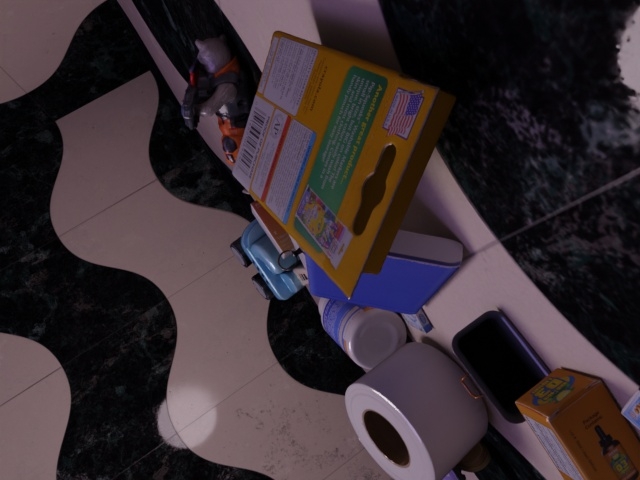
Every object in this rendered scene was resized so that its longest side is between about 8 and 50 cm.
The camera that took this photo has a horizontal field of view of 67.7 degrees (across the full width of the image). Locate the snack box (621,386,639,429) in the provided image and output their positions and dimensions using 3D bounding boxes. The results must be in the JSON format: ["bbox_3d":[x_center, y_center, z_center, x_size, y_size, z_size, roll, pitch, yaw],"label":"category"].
[{"bbox_3d":[0.351,0.201,0.406,0.178,0.022,0.064,48,166,39],"label":"snack box"}]

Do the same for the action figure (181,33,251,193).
[{"bbox_3d":[-0.210,-0.328,1.137,0.341,0.178,0.330,-96,-6,-46],"label":"action figure"}]

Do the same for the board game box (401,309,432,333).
[{"bbox_3d":[0.182,0.140,0.976,0.090,0.020,0.090,58,170,-11],"label":"board game box"}]

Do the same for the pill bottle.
[{"bbox_3d":[0.091,0.205,1.219,0.152,0.152,0.272,61,169,-20],"label":"pill bottle"}]

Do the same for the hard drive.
[{"bbox_3d":[0.083,0.054,0.773,0.210,0.040,0.319,11,161,4],"label":"hard drive"}]

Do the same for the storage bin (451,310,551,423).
[{"bbox_3d":[0.239,0.176,0.661,0.135,0.098,0.091,54,179,15],"label":"storage bin"}]

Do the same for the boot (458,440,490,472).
[{"bbox_3d":[0.281,0.407,1.142,0.203,0.095,0.262,63,170,-23],"label":"boot"}]

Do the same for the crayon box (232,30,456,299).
[{"bbox_3d":[0.015,-0.103,0.545,0.323,0.083,0.203,45,121,49],"label":"crayon box"}]

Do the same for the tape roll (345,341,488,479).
[{"bbox_3d":[0.191,0.358,0.982,0.246,0.169,0.246,35,139,37],"label":"tape roll"}]

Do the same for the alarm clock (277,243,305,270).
[{"bbox_3d":[0.000,-0.010,0.878,0.129,0.192,0.064,51,178,22],"label":"alarm clock"}]

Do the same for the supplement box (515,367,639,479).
[{"bbox_3d":[0.329,0.267,0.549,0.233,0.078,0.080,58,172,-4],"label":"supplement box"}]

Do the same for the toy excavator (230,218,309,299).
[{"bbox_3d":[-0.080,0.095,1.579,0.433,0.222,0.445,56,161,-4],"label":"toy excavator"}]

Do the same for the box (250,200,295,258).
[{"bbox_3d":[-0.097,-0.057,1.339,0.170,0.130,0.091,55,170,5],"label":"box"}]

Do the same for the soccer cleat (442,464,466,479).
[{"bbox_3d":[0.218,0.499,1.112,0.318,0.116,0.109,47,157,34],"label":"soccer cleat"}]

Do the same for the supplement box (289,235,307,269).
[{"bbox_3d":[0.000,0.000,1.128,0.111,0.114,0.220,46,164,41],"label":"supplement box"}]
